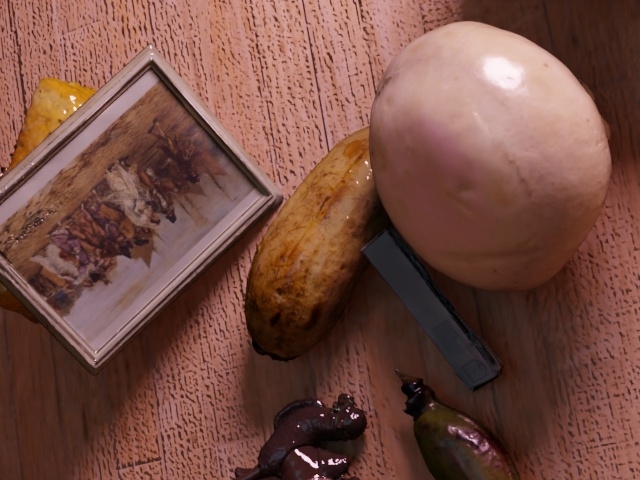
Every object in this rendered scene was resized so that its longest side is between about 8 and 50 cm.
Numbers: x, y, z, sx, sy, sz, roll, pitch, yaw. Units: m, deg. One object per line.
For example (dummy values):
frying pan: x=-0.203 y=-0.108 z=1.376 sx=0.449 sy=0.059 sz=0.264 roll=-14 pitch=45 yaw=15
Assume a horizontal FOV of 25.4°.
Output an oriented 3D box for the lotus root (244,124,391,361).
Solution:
lotus root: x=0.000 y=0.000 z=1.390 sx=0.110 sy=0.097 sz=0.258 roll=30 pitch=93 yaw=31

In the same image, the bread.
bread: x=-0.246 y=-0.031 z=1.492 sx=0.147 sy=0.160 sz=0.260 roll=18 pitch=85 yaw=23

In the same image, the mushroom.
mushroom: x=0.164 y=-0.079 z=1.266 sx=0.246 sy=0.202 sz=0.246 roll=45 pitch=146 yaw=43

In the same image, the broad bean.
broad bean: x=0.163 y=0.254 z=1.282 sx=0.077 sy=0.061 sz=0.339 roll=-39 pitch=66 yaw=26

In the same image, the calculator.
calculator: x=0.105 y=0.064 z=1.324 sx=0.172 sy=0.018 sz=0.057 roll=51 pitch=141 yaw=3

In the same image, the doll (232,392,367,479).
doll: x=-0.013 y=0.228 z=1.386 sx=0.165 sy=0.057 sz=0.139 roll=-41 pitch=63 yaw=12

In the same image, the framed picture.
framed picture: x=-0.196 y=-0.028 z=1.413 sx=0.274 sy=0.017 sz=0.217 roll=-45 pitch=108 yaw=-8
